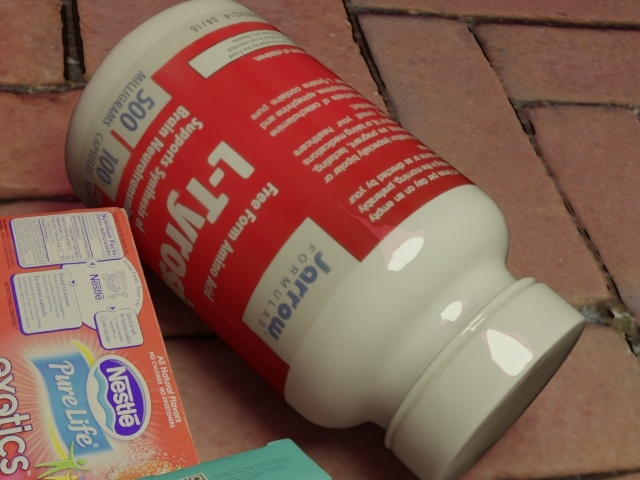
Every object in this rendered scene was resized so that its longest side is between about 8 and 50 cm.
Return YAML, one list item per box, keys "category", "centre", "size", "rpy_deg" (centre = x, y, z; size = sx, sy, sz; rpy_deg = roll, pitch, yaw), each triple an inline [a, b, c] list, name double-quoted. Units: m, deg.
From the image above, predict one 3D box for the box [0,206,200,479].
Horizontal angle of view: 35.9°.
- category: "box"
  centre: [-0.182, 0.133, 0.686]
  size: [0.154, 0.142, 0.300]
  rpy_deg: [-7, 51, -23]

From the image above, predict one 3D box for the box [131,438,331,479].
- category: "box"
  centre: [-0.042, 0.245, 0.563]
  size: [0.100, 0.244, 0.060]
  rpy_deg: [-10, 16, -24]

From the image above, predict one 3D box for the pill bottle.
- category: "pill bottle"
  centre: [0.000, 0.000, 0.805]
  size: [0.407, 0.229, 0.229]
  rpy_deg: [41, 50, 21]
